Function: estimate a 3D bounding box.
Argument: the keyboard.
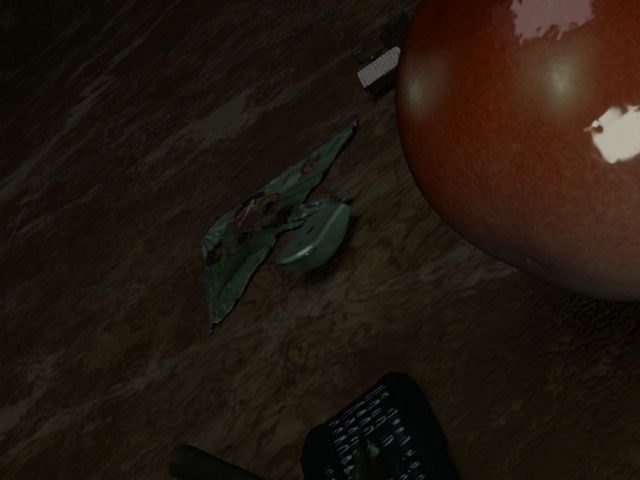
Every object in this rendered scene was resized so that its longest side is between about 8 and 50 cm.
[{"bbox_3d":[0.044,0.172,0.707,0.106,0.016,0.262,-39,23,7],"label":"keyboard"}]

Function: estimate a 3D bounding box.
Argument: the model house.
[{"bbox_3d":[0.077,-0.212,1.271,0.083,0.057,0.058,-31,21,18],"label":"model house"}]

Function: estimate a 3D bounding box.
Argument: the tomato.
[{"bbox_3d":[0.172,-0.083,0.673,0.255,0.255,0.225,9,72,61],"label":"tomato"}]

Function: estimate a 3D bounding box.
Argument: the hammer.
[{"bbox_3d":[-0.046,0.181,0.794,0.125,0.027,0.297,-60,23,-17],"label":"hammer"}]

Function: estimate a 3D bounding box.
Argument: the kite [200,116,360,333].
[{"bbox_3d":[-0.058,-0.023,1.207,0.267,0.013,0.323,-9,40,52],"label":"kite"}]

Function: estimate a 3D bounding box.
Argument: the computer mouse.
[{"bbox_3d":[0.000,0.000,1.055,0.055,0.032,0.110,-22,20,36],"label":"computer mouse"}]
